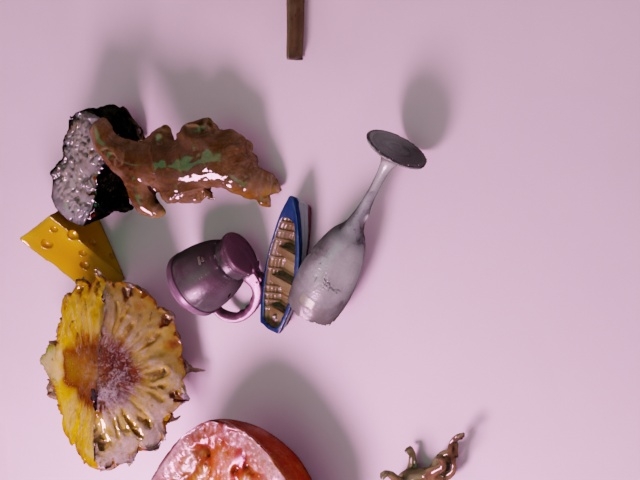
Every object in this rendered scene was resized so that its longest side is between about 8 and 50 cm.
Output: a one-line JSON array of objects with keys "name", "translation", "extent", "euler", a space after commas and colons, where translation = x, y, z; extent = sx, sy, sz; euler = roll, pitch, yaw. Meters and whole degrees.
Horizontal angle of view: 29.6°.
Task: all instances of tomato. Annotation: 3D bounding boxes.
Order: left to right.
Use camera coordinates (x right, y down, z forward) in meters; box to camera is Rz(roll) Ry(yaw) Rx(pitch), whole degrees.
[{"name": "tomato", "translation": [-0.120, 0.450, 2.009], "extent": [0.338, 0.143, 0.339], "euler": [7, 104, 31]}]

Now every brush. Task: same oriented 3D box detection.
[{"name": "brush", "translation": [-0.032, -0.401, 1.859], "extent": [0.036, 0.043, 0.248], "euler": [10, 103, 42]}]

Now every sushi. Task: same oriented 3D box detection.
[{"name": "sushi", "translation": [-0.381, -0.128, 2.124], "extent": [0.147, 0.115, 0.213], "euler": [33, 116, 31]}]

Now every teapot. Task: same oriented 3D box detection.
[{"name": "teapot", "translation": [-0.167, 0.062, 1.999], "extent": [0.146, 0.116, 0.148], "euler": [-33, 75, 29]}]

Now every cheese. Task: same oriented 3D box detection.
[{"name": "cheese", "translation": [-0.437, 0.022, 2.219], "extent": [0.093, 0.126, 0.171], "euler": [-32, 97, 30]}]

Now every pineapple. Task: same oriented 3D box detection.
[{"name": "pineapple", "translation": [-0.356, 0.219, 2.154], "extent": [0.286, 0.209, 0.344], "euler": [1, 89, 58]}]

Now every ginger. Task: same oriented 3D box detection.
[{"name": "ginger", "translation": [-0.226, -0.118, 1.978], "extent": [0.332, 0.080, 0.166], "euler": [1, 94, 12]}]

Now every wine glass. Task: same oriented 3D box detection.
[{"name": "wine glass", "translation": [0.000, 0.000, 1.764], "extent": [0.096, 0.264, 0.310], "euler": [40, 119, 22]}]

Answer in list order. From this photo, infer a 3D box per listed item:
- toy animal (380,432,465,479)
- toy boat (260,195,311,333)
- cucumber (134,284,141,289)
[{"name": "toy animal", "translation": [0.150, 0.348, 1.839], "extent": [0.086, 0.069, 0.220], "euler": [39, 126, 1]}, {"name": "toy boat", "translation": [-0.052, 0.036, 1.944], "extent": [0.080, 0.045, 0.229], "euler": [28, 113, 45]}, {"name": "cucumber", "translation": [-0.346, 0.134, 2.193], "extent": [0.033, 0.034, 0.135], "euler": [33, 116, 23]}]
